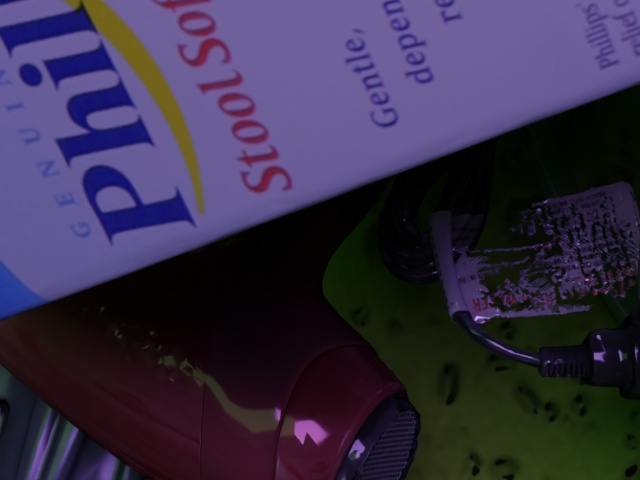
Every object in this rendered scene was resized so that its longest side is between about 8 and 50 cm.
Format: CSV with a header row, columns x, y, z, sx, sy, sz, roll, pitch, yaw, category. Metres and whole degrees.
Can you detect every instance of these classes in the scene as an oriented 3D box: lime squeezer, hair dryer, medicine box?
x,y,z,sx,sy,sz,roll,pitch,yaw,category
0.101,-0.082,0.734,0.110,0.059,0.310,8,68,-3,lime squeezer
0.000,0.000,0.667,0.294,0.080,0.223,-12,54,3,hair dryer
0.022,-0.134,0.543,0.289,0.149,0.263,-20,20,16,medicine box

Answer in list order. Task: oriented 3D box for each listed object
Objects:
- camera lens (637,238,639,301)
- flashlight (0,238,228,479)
x,y,z,sx,sy,sz,roll,pitch,yaw,category
0.223,0.056,0.456,0.219,0.219,0.274,-27,90,14,camera lens
-0.039,-0.030,0.750,0.103,0.103,0.304,6,76,44,flashlight
